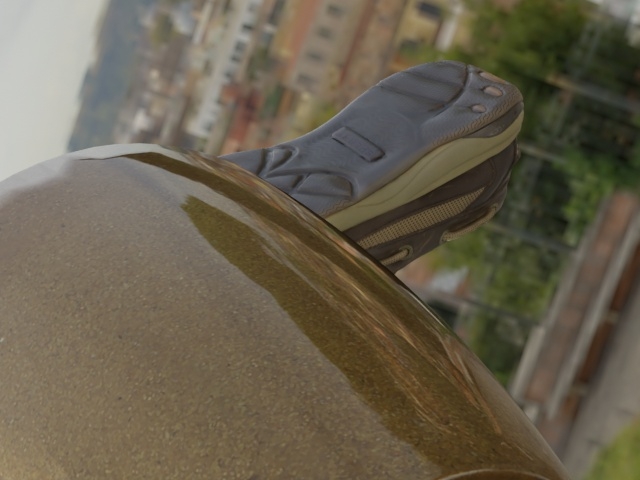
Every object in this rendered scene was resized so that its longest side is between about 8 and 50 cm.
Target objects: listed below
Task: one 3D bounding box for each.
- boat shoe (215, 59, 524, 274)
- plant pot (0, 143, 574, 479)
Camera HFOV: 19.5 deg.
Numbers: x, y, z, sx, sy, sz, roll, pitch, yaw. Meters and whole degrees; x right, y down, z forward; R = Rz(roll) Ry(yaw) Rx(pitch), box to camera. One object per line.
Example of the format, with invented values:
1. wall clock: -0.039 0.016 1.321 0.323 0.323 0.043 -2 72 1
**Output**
1. boat shoe: 0.000 0.000 1.314 0.132 0.355 0.130 43 152 51
2. plant pot: -0.019 0.102 0.655 0.254 0.237 0.237 22 93 58
